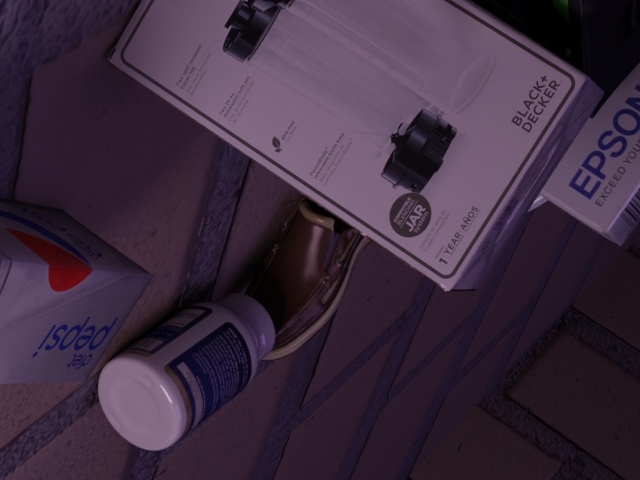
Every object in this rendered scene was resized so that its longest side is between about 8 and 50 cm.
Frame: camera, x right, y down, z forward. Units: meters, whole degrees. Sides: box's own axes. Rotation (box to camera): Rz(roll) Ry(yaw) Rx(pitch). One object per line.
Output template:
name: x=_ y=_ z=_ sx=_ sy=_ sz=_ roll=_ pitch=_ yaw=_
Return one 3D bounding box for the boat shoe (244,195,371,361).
boat shoe: x=-0.006 y=-0.003 z=1.631 sx=0.257 sy=0.095 sz=0.095 roll=-55 pitch=151 yaw=-19

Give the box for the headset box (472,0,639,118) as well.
headset box: x=0.138 y=-0.240 z=1.175 sx=0.131 sy=0.283 sz=0.246 roll=-48 pitch=164 yaw=-5

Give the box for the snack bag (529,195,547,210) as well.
snack bag: x=0.251 y=-0.186 z=1.462 sx=0.342 sy=0.323 sz=0.037 roll=-34 pitch=133 yaw=30

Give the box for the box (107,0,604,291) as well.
box: x=0.022 y=-0.112 z=1.114 sx=0.169 sy=0.290 sz=0.087 roll=-59 pitch=165 yaw=8

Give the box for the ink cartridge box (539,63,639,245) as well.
ink cartridge box: x=0.197 y=-0.217 z=1.337 sx=0.324 sy=0.330 sz=0.071 roll=-56 pitch=157 yaw=3

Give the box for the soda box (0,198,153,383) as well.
soda box: x=-0.219 y=0.031 z=1.074 sx=0.098 sy=0.091 sz=0.286 roll=-57 pitch=164 yaw=6

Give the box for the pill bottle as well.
pill bottle: x=-0.116 y=0.114 z=1.517 sx=0.169 sy=0.094 sz=0.094 roll=-35 pitch=155 yaw=-48
